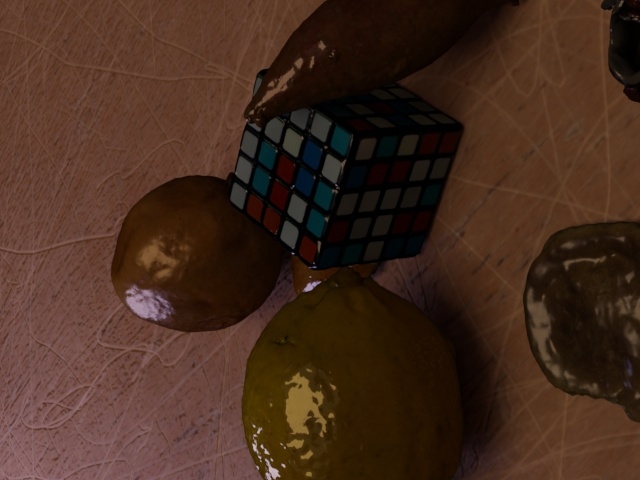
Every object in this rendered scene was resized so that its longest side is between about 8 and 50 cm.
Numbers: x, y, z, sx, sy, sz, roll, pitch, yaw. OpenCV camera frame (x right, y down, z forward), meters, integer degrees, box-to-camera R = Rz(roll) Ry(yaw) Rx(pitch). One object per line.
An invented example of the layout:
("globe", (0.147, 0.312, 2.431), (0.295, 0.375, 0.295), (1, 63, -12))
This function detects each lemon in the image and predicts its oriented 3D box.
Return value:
("lemon", (0.037, 0.189, 1.629), (0.268, 0.268, 0.321), (-2, 91, 48))

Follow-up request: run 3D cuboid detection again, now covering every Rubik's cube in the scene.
("Rubik's cube", (0.025, -0.090, 1.655), (0.182, 0.184, 0.187), (37, 124, 37))

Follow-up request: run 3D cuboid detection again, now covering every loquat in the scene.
("loquat", (-0.161, 0.023, 1.852), (0.238, 0.238, 0.193), (-64, 31, 32))

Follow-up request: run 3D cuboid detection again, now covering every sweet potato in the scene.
("sweet potato", (0.060, -0.225, 1.536), (0.337, 0.131, 0.131), (-37, 62, 2))

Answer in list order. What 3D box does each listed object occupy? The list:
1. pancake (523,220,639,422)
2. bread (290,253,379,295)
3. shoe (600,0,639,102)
("pancake", (0.307, 0.084, 1.474), (0.236, 0.042, 0.222), (41, 126, 37))
("bread", (-0.002, 0.024, 1.802), (0.154, 0.054, 0.136), (54, 134, 32))
("shoe", (0.322, -0.235, 1.349), (0.099, 0.126, 0.227), (25, 116, 46))
